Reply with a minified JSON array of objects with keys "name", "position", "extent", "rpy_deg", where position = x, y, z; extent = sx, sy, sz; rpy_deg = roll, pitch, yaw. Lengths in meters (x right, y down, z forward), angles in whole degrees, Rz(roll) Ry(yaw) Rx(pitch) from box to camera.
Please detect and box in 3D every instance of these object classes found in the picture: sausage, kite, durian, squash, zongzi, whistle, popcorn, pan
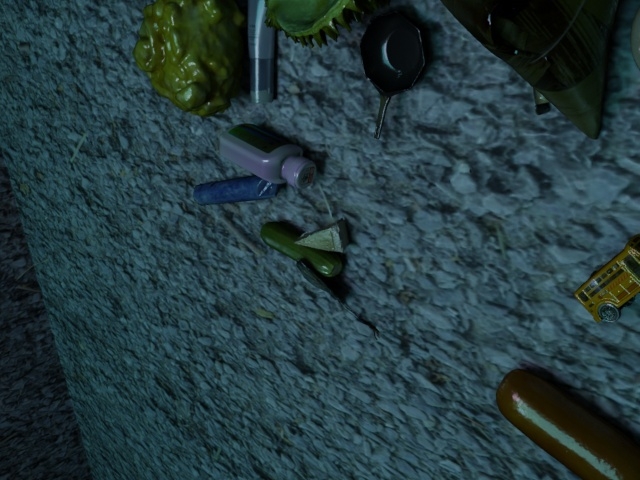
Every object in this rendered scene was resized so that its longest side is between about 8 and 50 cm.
[{"name":"sausage","position":[0.417,0.321,0.995],"extent":[0.274,0.105,0.105],"rpy_deg":[36,131,27]},{"name":"kite","position":[0.035,0.127,1.306],"extent":[0.245,0.015,0.141],"rpy_deg":[41,171,18]},{"name":"durian","position":[0.016,-0.434,0.959],"extent":[0.394,0.163,0.198],"rpy_deg":[-12,121,52]},{"name":"squash","position":[-0.046,0.017,1.339],"extent":[0.228,0.066,0.066],"rpy_deg":[29,127,33]},{"name":"zongzi","position":[0.354,-0.323,0.765],"extent":[0.289,0.317,0.154],"rpy_deg":[-50,29,17]},{"name":"whistle","position":[-0.197,-0.120,1.431],"extent":[0.304,0.062,0.062],"rpy_deg":[-2,107,45]},{"name":"popcorn","position":[-0.272,-0.387,1.253],"extent":[0.241,0.234,0.250],"rpy_deg":[-161,70,-74]},{"name":"pan","position":[0.116,-0.294,1.039],"extent":[0.128,0.048,0.202],"rpy_deg":[48,134,19]}]

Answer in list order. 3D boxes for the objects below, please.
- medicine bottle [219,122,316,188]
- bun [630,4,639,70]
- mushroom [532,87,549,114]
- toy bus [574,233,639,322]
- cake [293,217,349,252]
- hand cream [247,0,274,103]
[{"name":"medicine bottle","position":[-0.107,-0.178,1.269],"extent":[0.219,0.115,0.078],"rpy_deg":[31,127,31]},{"name":"bun","position":[0.454,-0.246,0.677],"extent":[0.173,0.113,0.167],"rpy_deg":[-11,108,46]},{"name":"mushroom","position":[0.294,-0.271,0.868],"extent":[0.060,0.061,0.187],"rpy_deg":[-18,100,52]},{"name":"toy bus","position":[0.446,0.047,0.857],"extent":[0.074,0.069,0.162],"rpy_deg":[50,137,19]},{"name":"cake","position":[0.000,0.000,1.272],"extent":[0.121,0.052,0.065],"rpy_deg":[-15,104,29]},{"name":"hand cream","position":[-0.123,-0.413,1.226],"extent":[0.079,0.048,0.255],"rpy_deg":[21,119,35]}]
